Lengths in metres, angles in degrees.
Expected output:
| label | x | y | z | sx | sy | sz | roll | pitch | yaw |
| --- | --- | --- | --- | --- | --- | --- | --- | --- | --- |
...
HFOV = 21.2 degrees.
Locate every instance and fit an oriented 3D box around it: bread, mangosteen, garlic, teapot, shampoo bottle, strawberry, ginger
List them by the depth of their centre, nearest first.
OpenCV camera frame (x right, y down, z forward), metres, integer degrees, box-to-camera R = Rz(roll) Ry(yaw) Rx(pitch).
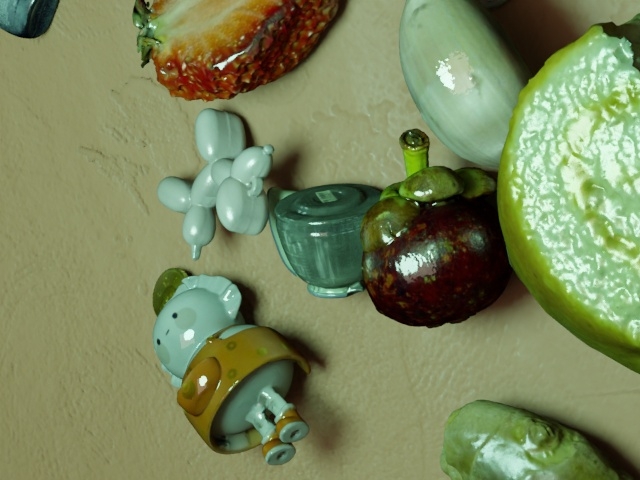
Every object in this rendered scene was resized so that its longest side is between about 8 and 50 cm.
| label | x | y | z | sx | sy | sz | roll | pitch | yaw |
| --- | --- | --- | --- | --- | --- | --- | --- | --- | --- |
| bread | 0.338 | 0.008 | 1.457 | 0.395 | 0.239 | 0.264 | 52 | 127 | 15 |
| garlic | 0.124 | -0.180 | 1.569 | 0.267 | 0.128 | 0.148 | 66 | 165 | 5 |
| ginger | 0.228 | 0.240 | 1.633 | 0.263 | 0.109 | 0.116 | 35 | 97 | 20 |
| mangosteen | 0.100 | -0.004 | 1.646 | 0.146 | 0.156 | 0.181 | -39 | 78 | 42 |
| teapot | -0.003 | 0.004 | 1.730 | 0.149 | 0.111 | 0.108 | 3 | 113 | 25 |
| strawberry | -0.070 | -0.217 | 1.740 | 0.236 | 0.107 | 0.175 | -3 | 60 | 30 |
| shampoo bottle | -0.397 | -0.313 | 1.939 | 0.233 | 0.049 | 0.087 | 33 | 115 | 22 |

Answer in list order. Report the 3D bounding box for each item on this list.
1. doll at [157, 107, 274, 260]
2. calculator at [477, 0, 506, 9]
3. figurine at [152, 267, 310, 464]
| label | x | y | z | sx | sy | sz | roll | pitch | yaw |
| --- | --- | --- | --- | --- | --- | --- | --- | --- | --- |
| doll | -0.102 | -0.057 | 1.768 | 0.161 | 0.059 | 0.160 | -56 | 39 | 26 |
| calculator | 0.122 | -0.282 | 1.653 | 0.166 | 0.024 | 0.103 | 28 | 112 | 21 |
| figurine | -0.099 | 0.126 | 1.807 | 0.143 | 0.143 | 0.271 | -62 | 35 | 23 |
